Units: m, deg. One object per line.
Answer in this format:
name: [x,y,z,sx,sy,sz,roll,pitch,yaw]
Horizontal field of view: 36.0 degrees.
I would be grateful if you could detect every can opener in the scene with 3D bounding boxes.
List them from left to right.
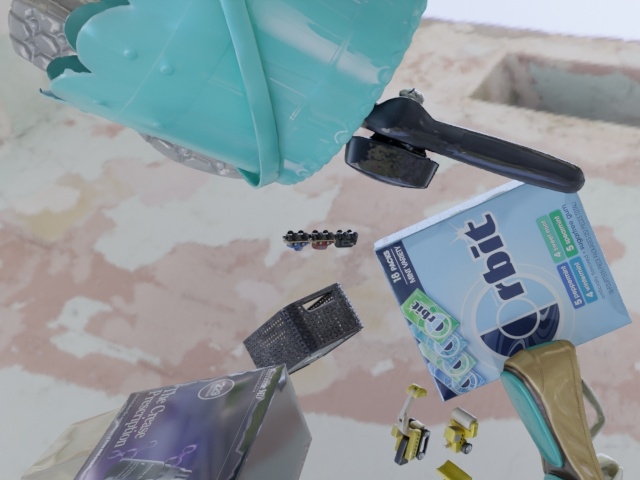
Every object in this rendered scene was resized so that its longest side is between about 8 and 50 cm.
can opener: [0.114,-0.071,0.767,0.186,0.073,0.059,13,-161,0]

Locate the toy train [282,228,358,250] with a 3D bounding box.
toy train: [0.000,0.000,1.783,0.158,0.036,0.027,-1,-166,-32]

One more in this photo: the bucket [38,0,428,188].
bucket: [-0.055,-0.180,0.681,0.183,0.281,0.281,25,-143,-20]

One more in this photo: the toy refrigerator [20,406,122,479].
toy refrigerator: [-0.320,0.317,1.376,0.102,0.094,0.269,-19,-176,0]

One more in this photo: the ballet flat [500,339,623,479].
ballet flat: [0.230,0.192,0.867,0.073,0.232,0.080,-28,-160,-16]

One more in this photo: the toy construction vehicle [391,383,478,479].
toy construction vehicle: [0.101,0.189,0.889,0.035,0.098,0.086,-9,-150,-39]

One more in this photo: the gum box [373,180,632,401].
gum box: [0.163,0.038,0.890,0.184,0.157,0.041,-24,-171,7]

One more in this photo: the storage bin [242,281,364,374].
storage bin: [-0.029,0.150,1.561,0.122,0.180,0.084,-23,-102,-36]

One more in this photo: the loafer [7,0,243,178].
loafer: [-0.178,-0.179,1.035,0.319,0.112,0.111,35,-137,7]

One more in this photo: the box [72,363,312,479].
box: [-0.128,0.235,0.925,0.184,0.103,0.261,-10,-160,15]
